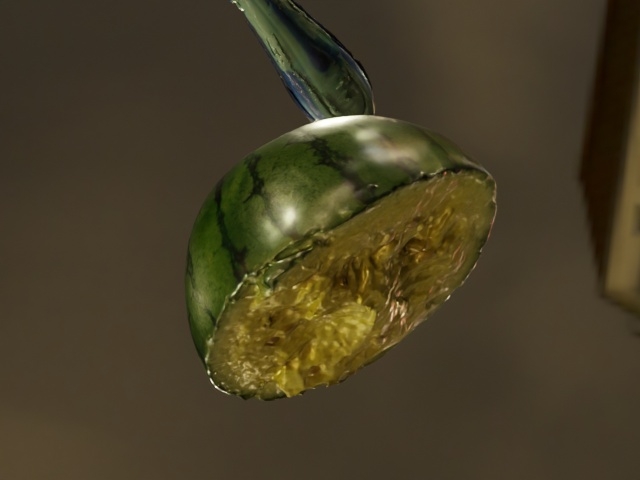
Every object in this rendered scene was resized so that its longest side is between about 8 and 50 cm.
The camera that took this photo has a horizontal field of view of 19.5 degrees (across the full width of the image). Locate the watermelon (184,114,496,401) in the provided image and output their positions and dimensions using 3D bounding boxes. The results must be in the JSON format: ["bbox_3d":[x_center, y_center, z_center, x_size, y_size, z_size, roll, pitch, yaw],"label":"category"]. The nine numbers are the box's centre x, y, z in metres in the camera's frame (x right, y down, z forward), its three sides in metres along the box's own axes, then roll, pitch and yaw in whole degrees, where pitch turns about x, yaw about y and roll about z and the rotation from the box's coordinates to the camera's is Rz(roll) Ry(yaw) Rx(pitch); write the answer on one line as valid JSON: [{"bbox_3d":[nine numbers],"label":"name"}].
[{"bbox_3d":[0.000,0.000,0.574,0.105,0.062,0.105,-29,-29,-18],"label":"watermelon"}]

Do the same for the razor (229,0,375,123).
[{"bbox_3d":[-0.073,-0.170,0.945,0.093,0.056,0.324,-43,-71,-6],"label":"razor"}]
